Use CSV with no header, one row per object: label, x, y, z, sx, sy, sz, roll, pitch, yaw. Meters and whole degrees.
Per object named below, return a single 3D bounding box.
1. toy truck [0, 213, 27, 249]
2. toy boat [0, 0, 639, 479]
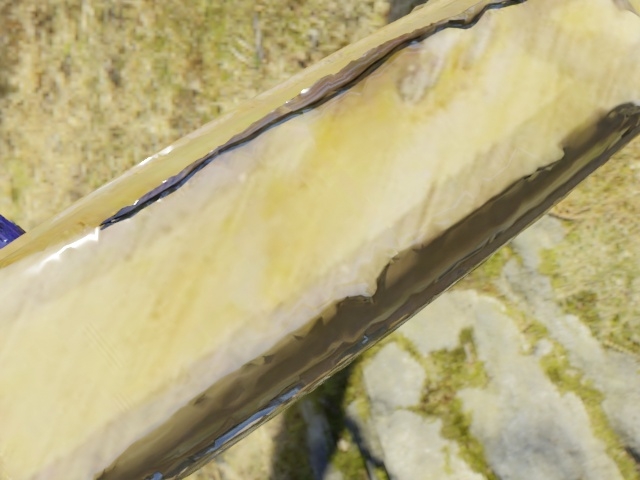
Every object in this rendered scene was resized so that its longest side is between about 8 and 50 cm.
toy truck,-0.332,0.003,0.775,0.268,0.155,0.124,6,58,46
toy boat,0.000,0.000,0.492,0.136,0.445,0.162,55,163,4
